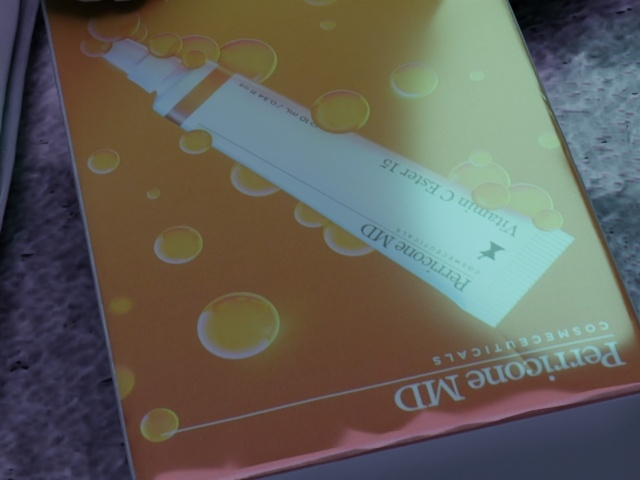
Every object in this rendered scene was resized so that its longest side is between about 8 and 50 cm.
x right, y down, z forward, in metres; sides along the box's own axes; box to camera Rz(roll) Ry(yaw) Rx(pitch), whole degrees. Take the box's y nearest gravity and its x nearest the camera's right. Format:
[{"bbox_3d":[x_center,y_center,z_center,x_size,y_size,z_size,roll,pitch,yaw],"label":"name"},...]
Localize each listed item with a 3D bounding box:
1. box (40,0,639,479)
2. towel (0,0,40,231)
[{"bbox_3d":[0.000,0.000,0.865,0.215,0.168,0.345,-12,52,-6],"label":"box"},{"bbox_3d":[-0.314,-0.078,0.958,0.317,0.053,0.331,11,49,-14],"label":"towel"}]
